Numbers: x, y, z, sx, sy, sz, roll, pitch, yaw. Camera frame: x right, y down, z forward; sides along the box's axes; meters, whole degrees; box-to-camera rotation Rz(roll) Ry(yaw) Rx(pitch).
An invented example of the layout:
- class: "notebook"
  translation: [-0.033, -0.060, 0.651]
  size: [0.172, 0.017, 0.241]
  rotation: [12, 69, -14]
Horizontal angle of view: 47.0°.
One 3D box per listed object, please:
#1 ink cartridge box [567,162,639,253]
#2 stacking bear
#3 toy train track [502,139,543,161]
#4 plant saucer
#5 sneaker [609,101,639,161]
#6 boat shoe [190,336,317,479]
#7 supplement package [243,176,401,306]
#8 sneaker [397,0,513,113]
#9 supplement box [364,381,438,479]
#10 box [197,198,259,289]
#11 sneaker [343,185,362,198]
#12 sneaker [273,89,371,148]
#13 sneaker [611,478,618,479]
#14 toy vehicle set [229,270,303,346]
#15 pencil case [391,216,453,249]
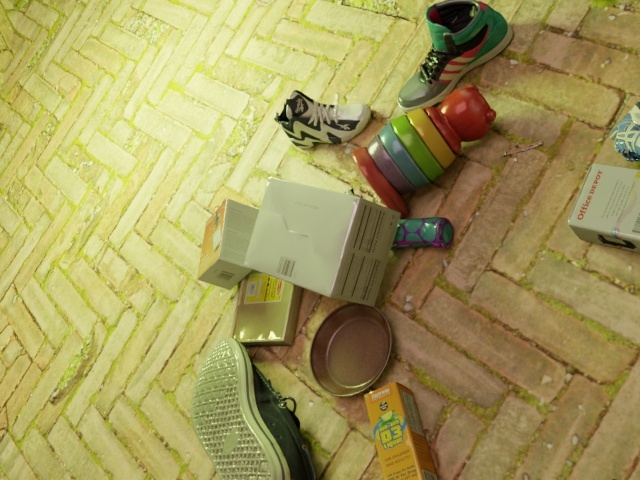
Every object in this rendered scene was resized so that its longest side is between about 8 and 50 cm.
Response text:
- class: "ink cartridge box"
  translation: [0.534, -0.052, 1.254]
  size: [0.175, 0.072, 0.127]
  rotation: [18, 78, 43]
- class: "stacking bear"
  translation: [0.225, -0.205, 1.532]
  size: [0.289, 0.164, 0.175]
  rotation: [-35, 50, 13]
- class: "toy train track"
  translation: [0.403, -0.185, 1.471]
  size: [0.083, 0.014, 0.048]
  rotation: [-15, 59, 31]
- class: "plant saucer"
  translation: [0.067, 0.224, 1.501]
  size: [0.199, 0.036, 0.198]
  rotation: [-18, 58, 31]
- class: "sneaker"
  translation: [0.563, -0.160, 1.268]
  size: [0.081, 0.080, 0.211]
  rotation: [-44, 17, 26]
- class: "boat shoe"
  translation: [-0.139, 0.384, 1.504]
  size: [0.186, 0.156, 0.500]
  rotation: [-53, 35, 10]
- class: "supplement package"
  translation: [0.000, 0.000, 1.525]
  size: [0.262, 0.145, 0.203]
  rotation: [17, 91, 43]
- class: "sneaker"
  translation: [0.259, -0.412, 1.592]
  size: [0.296, 0.178, 0.123]
  rotation: [-39, 49, 16]
- class: "supplement box"
  translation: [0.149, 0.378, 1.325]
  size: [0.078, 0.080, 0.233]
  rotation: [-30, 49, 20]
- class: "box"
  translation: [-0.221, 0.010, 1.766]
  size: [0.130, 0.091, 0.170]
  rotation: [-41, 37, 47]
- class: "sneaker"
  translation: [0.054, -0.096, 1.685]
  size: [0.098, 0.038, 0.069]
  rotation: [15, 75, 32]
- class: "sneaker"
  translation: [-0.009, -0.303, 1.763]
  size: [0.235, 0.153, 0.094]
  rotation: [-4, 66, 37]
- class: "sneaker"
  translation: [0.399, 0.430, 1.096]
  size: [0.228, 0.087, 0.130]
  rotation: [-15, 57, 29]
- class: "toy vehicle set"
  translation: [-0.115, 0.113, 1.704]
  size: [0.166, 0.035, 0.266]
  rotation: [-6, 63, 36]
- class: "pencil case"
  translation: [0.193, -0.012, 1.508]
  size: [0.152, 0.064, 0.070]
  rotation: [-5, 48, 37]
